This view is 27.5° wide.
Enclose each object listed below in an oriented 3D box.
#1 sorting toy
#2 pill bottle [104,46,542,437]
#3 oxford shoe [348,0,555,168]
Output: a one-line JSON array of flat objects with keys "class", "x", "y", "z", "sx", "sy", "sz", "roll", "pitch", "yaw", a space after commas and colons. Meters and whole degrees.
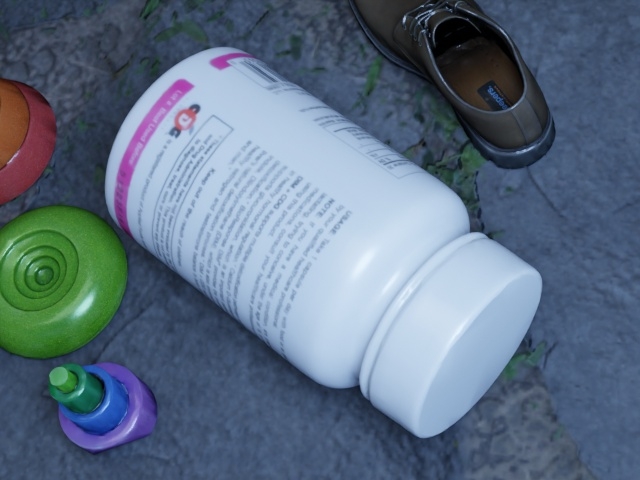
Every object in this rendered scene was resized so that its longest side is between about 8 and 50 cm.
[{"class": "sorting toy", "x": -0.235, "y": -0.008, "z": 0.987, "sx": 0.127, "sy": 0.126, "sz": 0.365, "roll": -30, "pitch": 63, "yaw": 0}, {"class": "pill bottle", "x": 0.000, "y": 0.000, "z": 0.905, "sx": 0.283, "sy": 0.160, "sz": 0.160, "roll": 36, "pitch": 80, "yaw": 25}, {"class": "oxford shoe", "x": 0.093, "y": -0.161, "z": 0.987, "sx": 0.083, "sy": 0.096, "sz": 0.227, "roll": -41, "pitch": 63, "yaw": -3}]
